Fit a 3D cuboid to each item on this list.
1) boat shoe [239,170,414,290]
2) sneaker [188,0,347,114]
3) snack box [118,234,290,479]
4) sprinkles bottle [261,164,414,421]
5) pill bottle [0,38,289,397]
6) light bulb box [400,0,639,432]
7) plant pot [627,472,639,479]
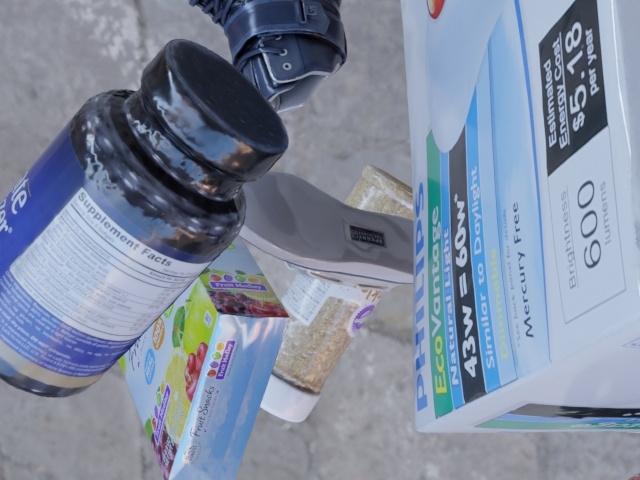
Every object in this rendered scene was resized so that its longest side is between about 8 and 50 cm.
[{"bbox_3d":[0.000,0.000,1.203,0.088,0.267,0.096,-34,55,44],"label":"boat shoe"},{"bbox_3d":[-0.081,-0.184,0.886,0.086,0.226,0.163,142,131,-62],"label":"sneaker"},{"bbox_3d":[-0.112,0.079,0.982,0.207,0.070,0.174,54,132,53],"label":"snack box"},{"bbox_3d":[0.018,0.073,1.549,0.121,0.121,0.355,35,98,23],"label":"sprinkles bottle"},{"bbox_3d":[-0.124,-0.013,0.697,0.219,0.123,0.123,-45,79,21],"label":"pill bottle"},{"bbox_3d":[0.196,-0.082,0.660,0.361,0.225,0.358,120,151,-70],"label":"light bulb box"},{"bbox_3d":[0.315,0.263,0.914,0.191,0.191,0.174,42,148,17],"label":"plant pot"}]
